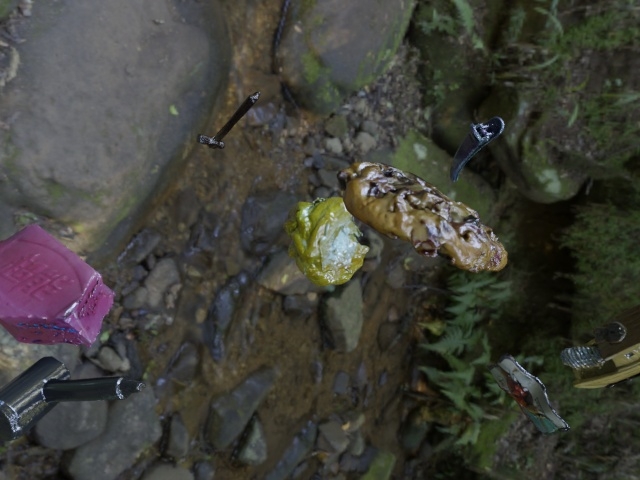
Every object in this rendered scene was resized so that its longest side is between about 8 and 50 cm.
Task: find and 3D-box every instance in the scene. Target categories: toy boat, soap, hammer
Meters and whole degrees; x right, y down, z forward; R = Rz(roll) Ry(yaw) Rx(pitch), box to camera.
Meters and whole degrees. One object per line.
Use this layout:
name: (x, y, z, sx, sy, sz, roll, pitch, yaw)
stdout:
toy boat: (0.570, 0.169, 1.066, 0.121, 0.321, 0.089, 21, 45, -27)
soap: (-0.455, 0.086, 0.996, 0.162, 0.250, 0.099, -43, 145, -30)
hammer: (-0.172, -0.231, 1.157, 0.065, 0.178, 0.021, 8, 59, -40)

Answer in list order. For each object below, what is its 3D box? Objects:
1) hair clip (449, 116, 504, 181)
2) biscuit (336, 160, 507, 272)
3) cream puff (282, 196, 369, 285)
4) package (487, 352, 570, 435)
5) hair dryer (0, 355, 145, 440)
hair clip: (0.361, -0.214, 1.493, 0.083, 0.048, 0.275, -22, 165, -17)
biscuit: (0.168, -0.048, 0.960, 0.334, 0.289, 0.081, -3, 125, -62)
cream puff: (-0.004, 0.004, 1.432, 0.195, 0.195, 0.221, -48, 128, -41)
package: (0.373, 0.289, 1.102, 0.040, 0.166, 0.232, -36, 162, -6)
hair dryer: (-0.344, 0.218, 0.824, 0.114, 0.248, 0.070, -47, 125, -56)
